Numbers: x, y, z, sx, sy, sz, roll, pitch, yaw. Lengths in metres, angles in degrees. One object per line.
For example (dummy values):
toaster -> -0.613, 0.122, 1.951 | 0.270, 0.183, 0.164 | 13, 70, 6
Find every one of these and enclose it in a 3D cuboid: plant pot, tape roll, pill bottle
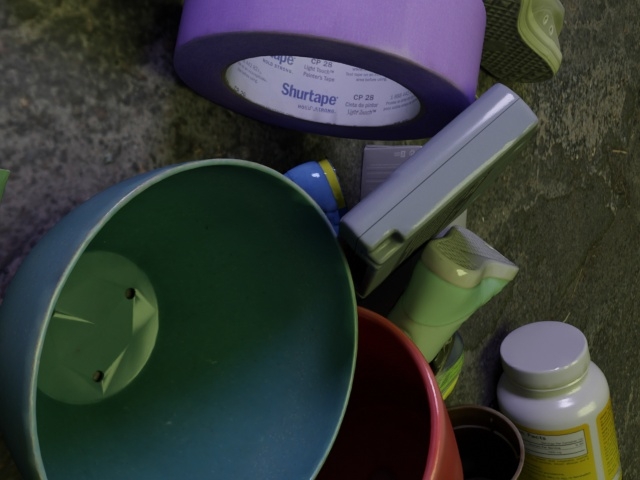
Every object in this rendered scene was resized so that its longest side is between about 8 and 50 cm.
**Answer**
plant pot -> 0.230, 0.364, 1.013 | 0.167, 0.167, 0.165 | -50, 134, -34
tape roll -> 0.009, -0.173, 0.622 | 0.274, 0.274, 0.090 | 16, 81, -48
plant pot -> 0.027, 0.232, 0.705 | 0.243, 0.274, 0.275 | 48, 58, -51
pill bottle -> 0.419, 0.319, 1.190 | 0.188, 0.187, 0.334 | -39, 121, -39
plant pot -> -0.135, 0.083, 0.542 | 0.290, 0.195, 0.290 | -5, 97, -47

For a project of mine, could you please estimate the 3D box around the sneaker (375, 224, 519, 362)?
sneaker -> 0.148, 0.068, 0.815 | 0.256, 0.094, 0.151 | -5, 130, -60

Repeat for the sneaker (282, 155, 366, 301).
sneaker -> 0.000, 0.000, 0.798 | 0.082, 0.069, 0.209 | -25, 128, -7

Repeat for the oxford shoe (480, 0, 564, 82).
oxford shoe -> 0.243, -0.362, 0.957 | 0.449, 0.169, 0.130 | 18, 83, -55

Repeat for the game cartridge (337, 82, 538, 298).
game cartridge -> 0.103, -0.036, 0.652 | 0.198, 0.062, 0.297 | -45, 172, -8

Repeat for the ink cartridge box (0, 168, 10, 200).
ink cartridge box -> -0.286, -0.007, 0.420 | 0.209, 0.062, 0.109 | 12, 97, -60

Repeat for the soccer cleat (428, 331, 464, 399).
soccer cleat -> 0.132, 0.246, 0.935 | 0.121, 0.093, 0.289 | 53, 56, -45

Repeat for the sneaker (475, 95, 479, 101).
sneaker -> 0.220, -0.167, 1.013 | 0.066, 0.071, 0.188 | -46, 125, -36

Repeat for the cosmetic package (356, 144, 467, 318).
cosmetic package -> 0.122, -0.001, 0.897 | 0.127, 0.107, 0.238 | 7, 91, -47
